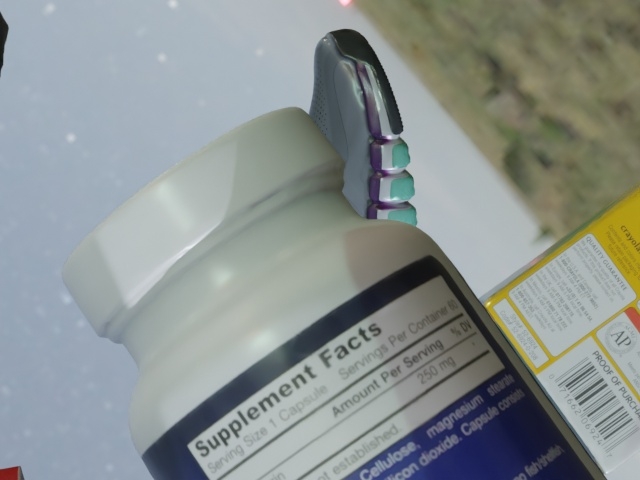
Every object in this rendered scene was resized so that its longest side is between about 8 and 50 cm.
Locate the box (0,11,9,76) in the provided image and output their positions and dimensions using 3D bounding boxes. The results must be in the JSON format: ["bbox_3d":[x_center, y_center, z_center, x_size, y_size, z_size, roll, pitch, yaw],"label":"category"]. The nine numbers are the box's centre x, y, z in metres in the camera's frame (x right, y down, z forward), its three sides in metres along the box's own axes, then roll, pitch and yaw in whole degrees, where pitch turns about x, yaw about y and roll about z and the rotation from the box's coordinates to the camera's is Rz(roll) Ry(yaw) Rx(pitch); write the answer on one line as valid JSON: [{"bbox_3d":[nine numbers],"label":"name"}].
[{"bbox_3d":[-0.474,-0.162,1.296,0.293,0.395,0.212,68,-163,-45],"label":"box"}]

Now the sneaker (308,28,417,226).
[{"bbox_3d":[0.000,0.000,0.971,0.083,0.098,0.224,-147,48,-75],"label":"sneaker"}]

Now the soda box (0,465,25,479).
[{"bbox_3d":[-0.126,0.197,0.568,0.263,0.083,0.092,-104,6,-52],"label":"soda box"}]

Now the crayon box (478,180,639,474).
[{"bbox_3d":[0.339,0.047,1.711,0.203,0.323,0.083,54,180,-1],"label":"crayon box"}]

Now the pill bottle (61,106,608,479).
[{"bbox_3d":[0.017,0.087,0.723,0.265,0.153,0.153,55,-173,8],"label":"pill bottle"}]
